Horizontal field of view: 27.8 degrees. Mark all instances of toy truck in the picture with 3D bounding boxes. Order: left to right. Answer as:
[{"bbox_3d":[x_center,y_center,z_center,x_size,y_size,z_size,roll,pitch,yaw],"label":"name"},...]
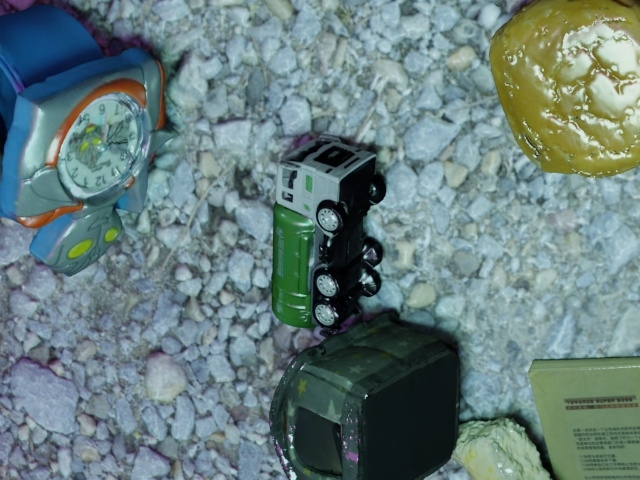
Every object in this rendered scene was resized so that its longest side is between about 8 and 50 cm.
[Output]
[{"bbox_3d":[0.000,0.000,1.537,0.125,0.101,0.243,23,127,28],"label":"toy truck"}]

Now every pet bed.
[{"bbox_3d":[0.046,0.195,1.530,0.159,0.211,0.183,17,117,39],"label":"pet bed"}]

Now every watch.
[{"bbox_3d":[-0.345,-0.123,1.586,0.274,0.241,0.305,31,127,29],"label":"watch"}]

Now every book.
[{"bbox_3d":[0.346,0.244,1.539,0.161,0.026,0.231,-6,113,28],"label":"book"}]

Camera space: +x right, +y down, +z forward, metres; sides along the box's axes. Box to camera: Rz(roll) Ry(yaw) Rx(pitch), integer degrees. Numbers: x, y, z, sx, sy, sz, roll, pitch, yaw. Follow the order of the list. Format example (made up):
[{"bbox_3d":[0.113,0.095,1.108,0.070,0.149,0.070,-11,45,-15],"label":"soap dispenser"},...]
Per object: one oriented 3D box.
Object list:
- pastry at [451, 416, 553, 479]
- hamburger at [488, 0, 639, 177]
[{"bbox_3d":[0.250,0.330,1.569,0.258,0.089,0.121,58,166,2],"label":"pastry"},{"bbox_3d":[0.279,-0.168,1.309,0.213,0.108,0.214,15,124,23],"label":"hamburger"}]
